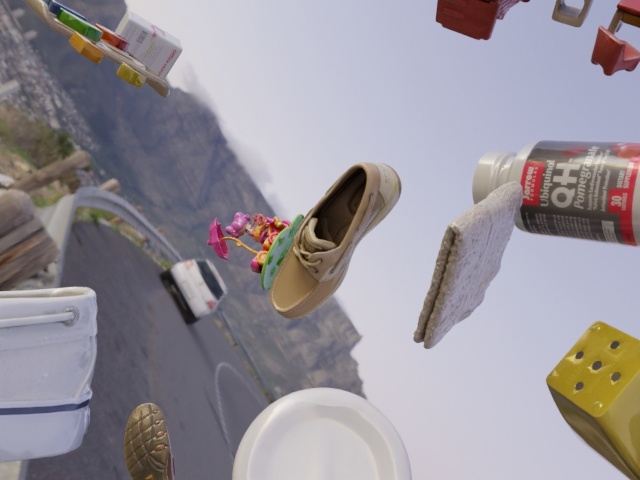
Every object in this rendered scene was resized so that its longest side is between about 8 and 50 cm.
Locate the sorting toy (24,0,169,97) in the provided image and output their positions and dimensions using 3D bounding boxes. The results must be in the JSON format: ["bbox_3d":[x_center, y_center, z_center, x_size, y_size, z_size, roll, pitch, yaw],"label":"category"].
[{"bbox_3d":[-0.337,-0.307,0.995,0.229,0.041,0.307,28,9,-44],"label":"sorting toy"}]

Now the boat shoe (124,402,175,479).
[{"bbox_3d":[-0.247,0.329,0.937,0.060,0.064,0.177,126,-46,-77],"label":"boat shoe"}]

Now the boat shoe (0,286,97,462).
[{"bbox_3d":[-0.267,0.029,0.309,0.136,0.156,0.367,4,-8,41],"label":"boat shoe"}]

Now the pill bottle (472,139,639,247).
[{"bbox_3d":[0.446,-0.090,1.147,0.319,0.176,0.176,9,-46,41],"label":"pill bottle"}]

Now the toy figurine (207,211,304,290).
[{"bbox_3d":[-0.139,-0.008,1.260,0.159,0.173,0.130,22,-28,15],"label":"toy figurine"}]

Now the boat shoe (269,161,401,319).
[{"bbox_3d":[0.000,0.000,1.118,0.122,0.341,0.110,44,21,26],"label":"boat shoe"}]

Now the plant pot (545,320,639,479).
[{"bbox_3d":[0.514,0.260,1.068,0.187,0.212,0.212,41,0,-20],"label":"plant pot"}]

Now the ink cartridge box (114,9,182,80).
[{"bbox_3d":[-0.357,-0.395,1.306,0.122,0.088,0.052,25,27,-36],"label":"ink cartridge box"}]

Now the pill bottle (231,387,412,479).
[{"bbox_3d":[-0.007,0.341,0.879,0.210,0.210,0.363,57,-17,20],"label":"pill bottle"}]

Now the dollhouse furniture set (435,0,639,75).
[{"bbox_3d":[0.410,-0.418,1.085,0.374,0.201,0.152,28,-37,21],"label":"dollhouse furniture set"}]

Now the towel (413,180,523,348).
[{"bbox_3d":[0.248,0.049,1.077,0.049,0.187,0.282,34,-43,28],"label":"towel"}]
